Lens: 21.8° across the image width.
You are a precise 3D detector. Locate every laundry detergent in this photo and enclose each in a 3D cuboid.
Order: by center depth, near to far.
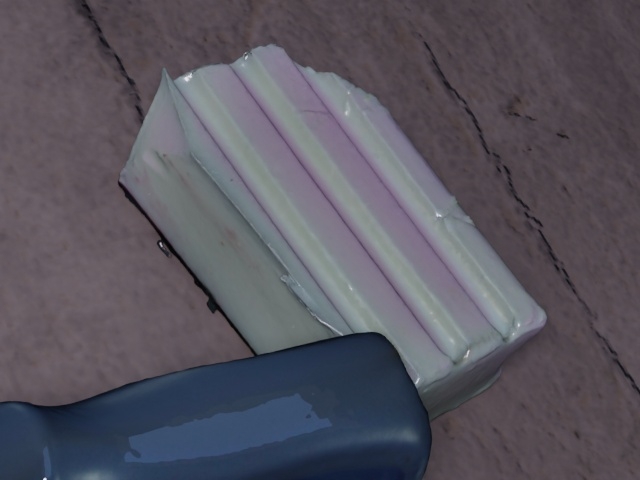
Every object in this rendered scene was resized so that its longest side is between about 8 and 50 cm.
[{"bbox_3d":[-0.097,0.120,0.795,0.289,0.143,0.094,-10,69,-25],"label":"laundry detergent"}]

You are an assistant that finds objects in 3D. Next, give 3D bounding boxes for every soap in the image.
[{"bbox_3d":[0.000,0.000,0.953,0.145,0.091,0.230,-23,68,-38],"label":"soap"}]
